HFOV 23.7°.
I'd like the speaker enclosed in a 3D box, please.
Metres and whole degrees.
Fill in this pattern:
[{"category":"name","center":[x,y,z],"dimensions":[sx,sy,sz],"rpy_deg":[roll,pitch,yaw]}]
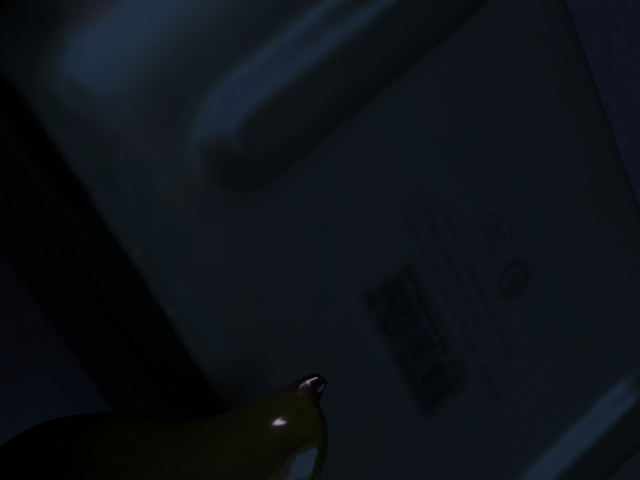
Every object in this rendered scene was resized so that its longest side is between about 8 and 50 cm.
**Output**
[{"category":"speaker","center":[0.000,0.000,0.602],"dimensions":[0.184,0.183,0.406],"rpy_deg":[-43,129,-19]}]

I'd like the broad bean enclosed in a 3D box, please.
[{"category":"broad bean","center":[-0.129,0.129,0.521],"dimensions":[0.325,0.075,0.067],"rpy_deg":[-32,129,17]}]
